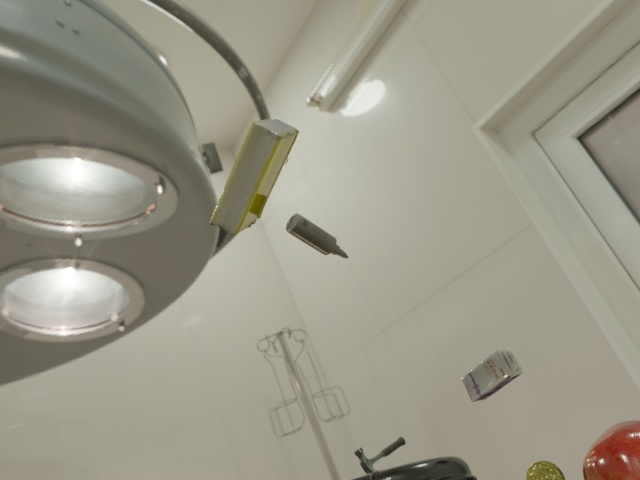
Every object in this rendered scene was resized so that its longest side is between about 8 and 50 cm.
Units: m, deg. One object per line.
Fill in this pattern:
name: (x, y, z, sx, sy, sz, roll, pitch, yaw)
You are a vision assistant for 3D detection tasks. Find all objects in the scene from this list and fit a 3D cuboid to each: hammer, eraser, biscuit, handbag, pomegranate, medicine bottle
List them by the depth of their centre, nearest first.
handbag: (0.131, 0.467, 0.962, 0.307, 0.093, 0.253, -31, -36, 26)
eraser: (-0.126, -0.132, 1.067, 0.226, 0.069, 0.158, -62, -5, 19)
pomegranate: (0.638, 0.491, 1.082, 0.220, 0.221, 0.257, 0, -47, -47)
biscuit: (0.511, 0.544, 1.215, 0.083, 0.084, 0.023, -30, -46, 14)
medicine bottle: (0.000, 0.000, 1.424, 0.199, 0.058, 0.057, 32, -53, -28)
hammer: (0.200, 0.653, 1.635, 0.029, 0.103, 0.246, -46, -27, 27)

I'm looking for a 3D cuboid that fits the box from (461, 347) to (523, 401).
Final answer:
box: (0.300, 0.239, 0.945, 0.036, 0.051, 0.117, -3, -38, -28)
